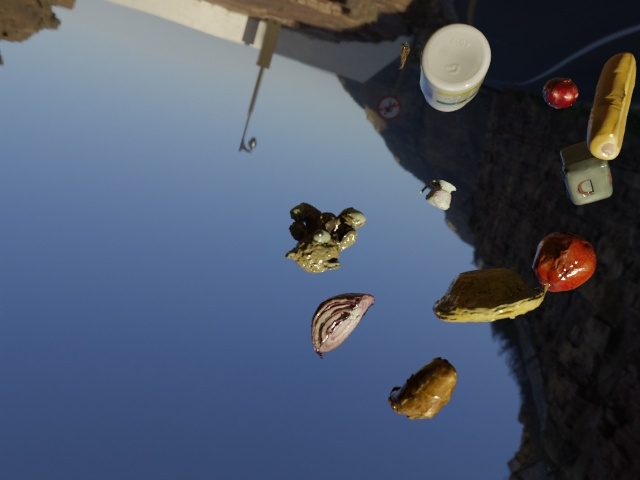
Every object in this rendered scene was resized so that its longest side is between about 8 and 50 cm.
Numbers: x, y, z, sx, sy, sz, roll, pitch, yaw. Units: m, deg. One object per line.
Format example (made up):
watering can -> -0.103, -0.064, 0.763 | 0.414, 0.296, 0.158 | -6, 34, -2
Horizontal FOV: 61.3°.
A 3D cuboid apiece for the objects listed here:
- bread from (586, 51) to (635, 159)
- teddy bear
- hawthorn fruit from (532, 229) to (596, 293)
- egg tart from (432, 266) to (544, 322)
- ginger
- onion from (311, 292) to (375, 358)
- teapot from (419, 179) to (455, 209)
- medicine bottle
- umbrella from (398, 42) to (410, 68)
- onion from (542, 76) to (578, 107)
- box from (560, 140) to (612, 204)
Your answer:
bread -> 0.816, -0.378, 1.520 | 0.091, 0.305, 0.142 | 10, 159, 30
teddy bear -> 0.000, 0.000, 1.808 | 0.267, 0.156, 0.256 | 9, -140, 17
hawthorn fruit -> 0.708, 0.058, 1.585 | 0.179, 0.173, 0.173 | -21, -162, 3
egg tart -> 0.667, 0.207, 2.170 | 0.444, 0.178, 0.443 | -10, 180, 0
ginger -> 0.374, 0.569, 2.007 | 0.165, 0.321, 0.172 | 29, -145, -27
onion -> 0.073, 0.309, 2.164 | 0.146, 0.314, 0.280 | 38, -173, 20
teapot -> 0.297, -0.121, 1.366 | 0.083, 0.064, 0.064 | 29, 180, 20
medicine bottle -> 0.432, -0.550, 1.779 | 0.208, 0.208, 0.340 | 22, -177, 9
umbrella -> 0.212, -0.469, 1.373 | 0.020, 0.083, 0.031 | -28, -116, -25
onion -> 0.940, -0.579, 2.116 | 0.131, 0.131, 0.131 | 17, -164, -5
box -> 0.907, -0.230, 1.853 | 0.210, 0.148, 0.129 | 46, -145, -46
